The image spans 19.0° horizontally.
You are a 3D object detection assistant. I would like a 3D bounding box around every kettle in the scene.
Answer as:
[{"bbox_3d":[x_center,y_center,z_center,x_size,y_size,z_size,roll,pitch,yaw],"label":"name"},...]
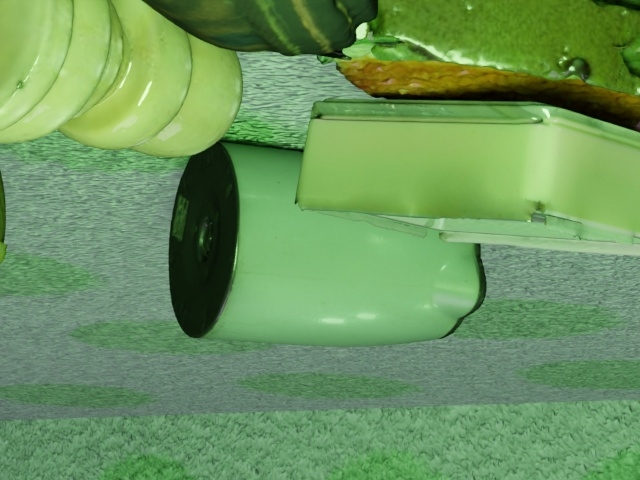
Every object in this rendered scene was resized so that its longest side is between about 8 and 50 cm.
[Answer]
[{"bbox_3d":[0.000,0.000,1.617,0.236,0.161,0.221,5,-165,-23],"label":"kettle"}]

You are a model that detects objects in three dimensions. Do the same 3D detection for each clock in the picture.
[{"bbox_3d":[0.101,-0.036,1.144,0.192,0.071,0.147,5,175,45],"label":"clock"}]

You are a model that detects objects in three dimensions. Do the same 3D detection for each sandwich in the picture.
[{"bbox_3d":[0.127,-0.127,1.111,0.292,0.109,0.212,8,176,-2],"label":"sandwich"}]

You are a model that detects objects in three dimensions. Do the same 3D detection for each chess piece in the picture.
[{"bbox_3d":[-0.143,-0.116,1.170,0.143,0.142,0.261,-6,173,30],"label":"chess piece"}]

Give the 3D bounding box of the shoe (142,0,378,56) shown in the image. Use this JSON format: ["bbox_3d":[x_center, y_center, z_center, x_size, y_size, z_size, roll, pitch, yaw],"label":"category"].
[{"bbox_3d":[-0.118,-0.174,0.759,0.237,0.171,0.384,-9,164,14],"label":"shoe"}]

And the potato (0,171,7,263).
[{"bbox_3d":[-0.341,0.031,1.285,0.270,0.359,0.219,-16,149,33],"label":"potato"}]
